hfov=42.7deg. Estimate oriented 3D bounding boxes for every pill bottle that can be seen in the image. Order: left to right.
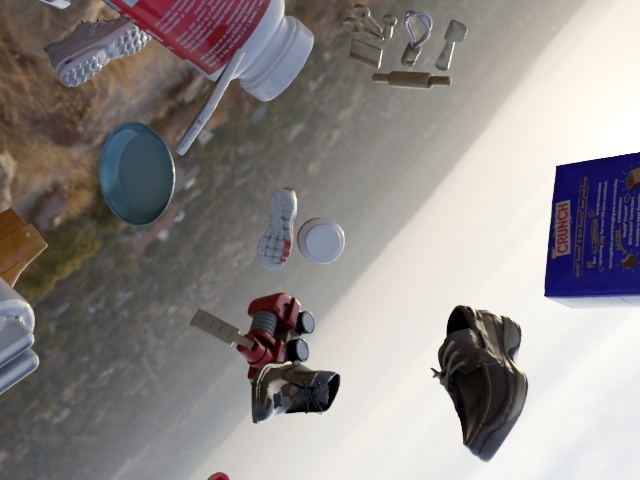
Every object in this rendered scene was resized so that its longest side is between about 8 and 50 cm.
[{"bbox_3d":[-0.219,-0.451,1.554,0.229,0.407,0.229,-38,-148,30],"label":"pill bottle"},{"bbox_3d":[0.000,0.000,1.669,0.094,0.094,0.169,-50,-176,-1],"label":"pill bottle"}]

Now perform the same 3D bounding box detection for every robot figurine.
[{"bbox_3d":[-0.663,0.126,1.475,0.200,0.353,0.300,-36,152,-38],"label":"robot figurine"}]

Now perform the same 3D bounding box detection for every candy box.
[{"bbox_3d":[0.570,-0.019,1.442,0.317,0.122,0.268,-5,-112,43],"label":"candy box"}]

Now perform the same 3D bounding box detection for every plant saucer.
[{"bbox_3d":[-0.206,-0.076,0.940,0.021,0.119,0.119,-12,145,-56],"label":"plant saucer"}]

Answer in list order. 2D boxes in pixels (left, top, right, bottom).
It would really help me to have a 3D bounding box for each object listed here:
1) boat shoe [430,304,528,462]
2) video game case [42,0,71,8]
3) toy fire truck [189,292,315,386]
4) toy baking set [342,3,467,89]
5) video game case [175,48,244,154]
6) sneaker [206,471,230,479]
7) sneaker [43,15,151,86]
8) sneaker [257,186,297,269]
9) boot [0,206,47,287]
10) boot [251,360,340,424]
[{"bbox_3d":[0.234,0.211,1.274,0.355,0.130,0.132,-62,177,-68],"label":"boat shoe"},{"bbox_3d":[-0.461,-0.453,1.197,0.023,0.212,0.193,-27,-178,9],"label":"video game case"},{"bbox_3d":[-0.152,0.203,1.863,0.158,0.246,0.217,-15,-138,29],"label":"toy fire truck"},{"bbox_3d":[0.144,-0.327,1.414,0.030,0.256,0.197,-64,146,-19],"label":"toy baking set"},{"bbox_3d":[-0.191,-0.240,1.416,0.143,0.019,0.157,-43,-159,48],"label":"video game case"},{"bbox_3d":[-0.162,0.437,1.228,0.094,0.081,0.208,-61,-155,27],"label":"sneaker"},{"bbox_3d":[-0.481,-0.460,1.810,0.281,0.115,0.105,-37,169,-23],"label":"sneaker"},{"bbox_3d":[-0.067,-0.022,1.457,0.065,0.061,0.158,-53,161,-66],"label":"sneaker"},{"bbox_3d":[-0.765,0.072,2.017,0.211,0.295,0.104,-33,171,-20],"label":"boot"},{"bbox_3d":[-0.037,0.227,1.246,0.219,0.106,0.082,-29,119,-78],"label":"boot"}]
